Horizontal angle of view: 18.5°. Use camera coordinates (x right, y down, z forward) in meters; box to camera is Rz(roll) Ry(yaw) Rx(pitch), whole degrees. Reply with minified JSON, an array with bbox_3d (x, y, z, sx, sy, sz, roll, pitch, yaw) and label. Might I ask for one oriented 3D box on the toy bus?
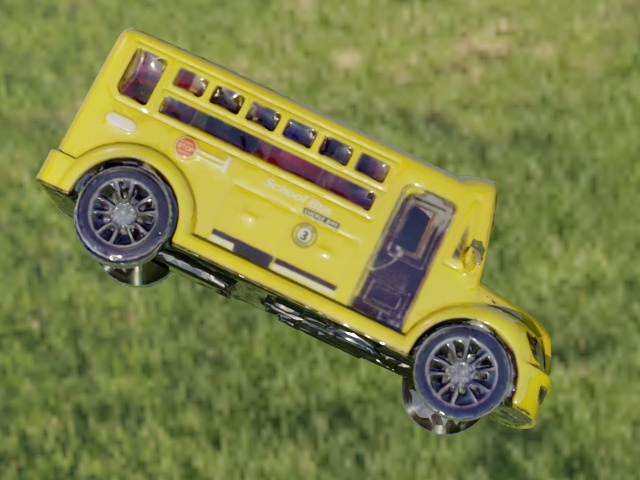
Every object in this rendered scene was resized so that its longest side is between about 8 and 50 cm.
[{"bbox_3d":[0.000,0.000,1.208,0.331,0.151,0.145,25,-9,3],"label":"toy bus"}]
